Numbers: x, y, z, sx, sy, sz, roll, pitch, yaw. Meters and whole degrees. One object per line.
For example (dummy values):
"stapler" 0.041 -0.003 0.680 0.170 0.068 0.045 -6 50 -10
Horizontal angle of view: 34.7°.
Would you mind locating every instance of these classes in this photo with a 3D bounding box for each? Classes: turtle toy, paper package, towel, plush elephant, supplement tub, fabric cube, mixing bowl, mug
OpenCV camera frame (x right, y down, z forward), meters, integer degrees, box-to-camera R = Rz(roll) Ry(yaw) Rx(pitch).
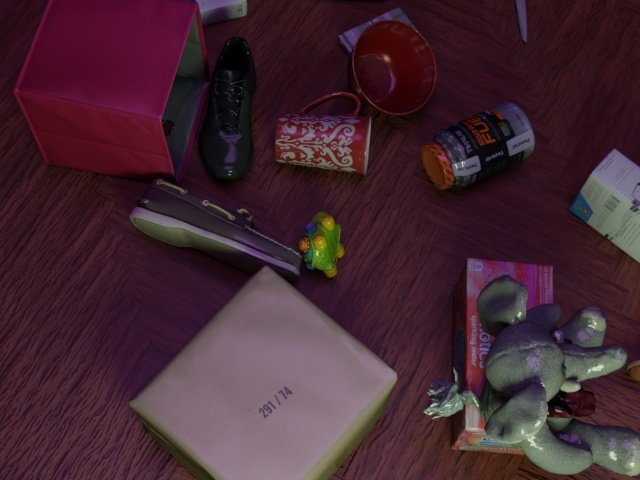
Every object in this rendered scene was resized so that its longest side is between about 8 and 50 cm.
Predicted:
"turtle toy" 0.000 0.000 1.828 0.066 0.095 0.130 0 43 22
"paper package" -0.088 0.262 1.654 0.309 0.168 0.325 39 70 14
"towel" 0.126 -0.396 2.052 0.152 0.023 0.113 -28 72 -17
"plush elephant" 0.328 0.196 1.496 0.330 0.255 0.271 -2 66 -4
"supplement tub" 0.290 -0.172 1.900 0.190 0.117 0.117 -25 69 -14
"fabric cube" -0.361 -0.276 1.842 0.258 0.259 0.254 10 66 4
"mixing bowl" 0.119 -0.321 1.955 0.182 0.098 0.181 3 84 -26
"mug" 0.007 -0.196 1.912 0.169 0.113 0.150 4 47 4

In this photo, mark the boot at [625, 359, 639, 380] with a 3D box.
"boot" 0.612 0.283 1.731 0.197 0.073 0.152 9 69 4

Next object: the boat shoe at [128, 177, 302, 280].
"boat shoe" -0.175 -0.021 1.812 0.325 0.116 0.096 19 69 12

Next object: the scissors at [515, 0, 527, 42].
"scissors" 0.419 -0.541 2.130 0.109 0.021 0.297 -13 65 -11

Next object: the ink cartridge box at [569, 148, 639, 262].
"ink cartridge box" 0.562 -0.053 1.845 0.191 0.139 0.082 39 67 14

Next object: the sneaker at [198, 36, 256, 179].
"sneaker" -0.173 -0.251 1.909 0.109 0.130 0.286 1 66 -4

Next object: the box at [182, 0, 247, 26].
"box" -0.335 -0.517 2.066 0.322 0.058 0.232 -17 67 -11

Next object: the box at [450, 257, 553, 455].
"box" 0.305 0.196 1.716 0.154 0.142 0.299 6 65 -1
